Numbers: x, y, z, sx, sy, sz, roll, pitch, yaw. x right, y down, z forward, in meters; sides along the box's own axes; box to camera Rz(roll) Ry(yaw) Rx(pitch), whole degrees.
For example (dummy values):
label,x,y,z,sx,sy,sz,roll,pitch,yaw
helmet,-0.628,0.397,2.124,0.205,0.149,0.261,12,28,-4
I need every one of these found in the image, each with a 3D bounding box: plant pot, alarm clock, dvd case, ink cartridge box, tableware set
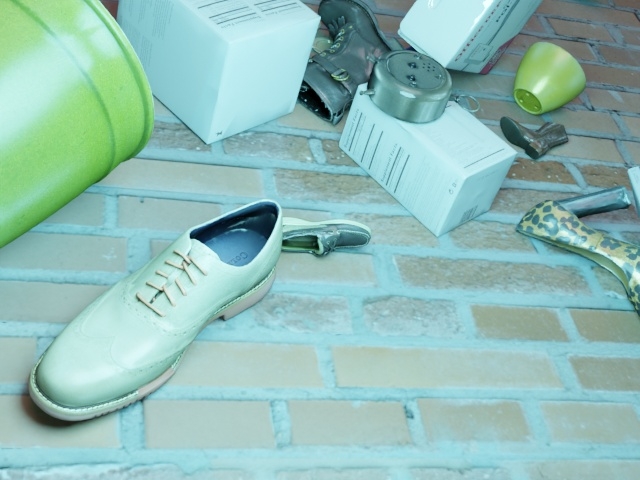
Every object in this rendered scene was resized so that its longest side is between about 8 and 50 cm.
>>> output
label,x,y,z,sx,sy,sz,roll,pitch,yaw
plant pot,0.426,-0.298,1.724,0.134,0.134,0.095,38,74,18
alarm clock,0.161,-0.241,1.408,0.192,0.064,0.129,17,44,-6
dvd case,0.534,0.028,1.402,0.022,0.180,0.253,-17,42,16
ink cartridge box,0.286,-0.422,1.653,0.117,0.207,0.283,43,23,14
tableware set,0.025,-0.413,1.757,0.169,0.020,0.141,-24,58,-37
plant pot,-0.457,-0.127,1.093,0.366,0.366,0.353,28,56,9

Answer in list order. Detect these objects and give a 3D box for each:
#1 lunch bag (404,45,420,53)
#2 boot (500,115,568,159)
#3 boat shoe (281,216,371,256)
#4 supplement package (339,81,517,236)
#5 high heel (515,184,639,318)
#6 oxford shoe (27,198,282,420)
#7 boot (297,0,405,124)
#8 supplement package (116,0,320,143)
label,x,y,z,sx,sy,sz,roll,pitch,yaw
lunch bag,0.181,-0.316,1.685,0.067,0.065,0.098,-25,59,-19
boot,0.401,-0.206,1.672,0.114,0.037,0.106,-31,75,-36
boat shoe,0.000,0.000,1.312,0.152,0.056,0.049,1,50,-5
supplement package,0.169,-0.149,1.459,0.139,0.134,0.244,-25,59,-36
high heel,0.429,0.047,1.426,0.186,0.093,0.261,-14,65,5
oxford shoe,-0.192,0.064,1.104,0.140,0.146,0.397,36,46,13
boot,0.017,-0.333,1.618,0.229,0.091,0.263,-29,61,-29
supplement package,-0.177,-0.334,1.473,0.198,0.199,0.263,-28,60,-39
